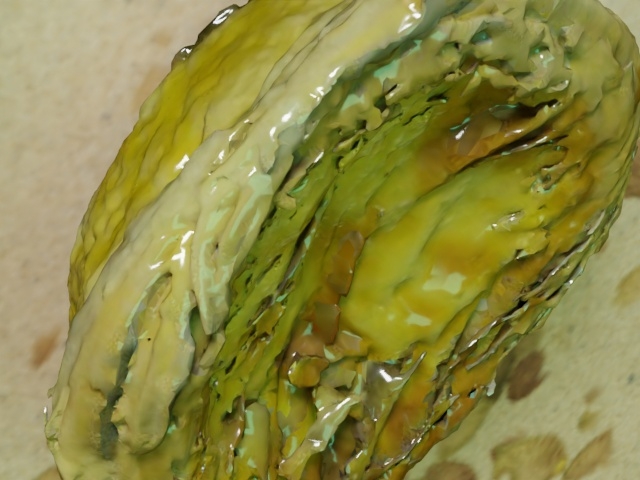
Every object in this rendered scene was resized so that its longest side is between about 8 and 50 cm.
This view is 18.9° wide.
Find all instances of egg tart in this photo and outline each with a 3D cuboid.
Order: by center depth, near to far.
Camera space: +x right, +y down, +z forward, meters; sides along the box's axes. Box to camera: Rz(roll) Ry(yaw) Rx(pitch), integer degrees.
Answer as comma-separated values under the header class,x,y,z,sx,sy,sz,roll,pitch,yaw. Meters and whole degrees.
class,x,y,z,sx,sy,sz,roll,pitch,yaw
egg tart,0.000,0.000,0.631,0.232,0.098,0.252,-17,137,-35
